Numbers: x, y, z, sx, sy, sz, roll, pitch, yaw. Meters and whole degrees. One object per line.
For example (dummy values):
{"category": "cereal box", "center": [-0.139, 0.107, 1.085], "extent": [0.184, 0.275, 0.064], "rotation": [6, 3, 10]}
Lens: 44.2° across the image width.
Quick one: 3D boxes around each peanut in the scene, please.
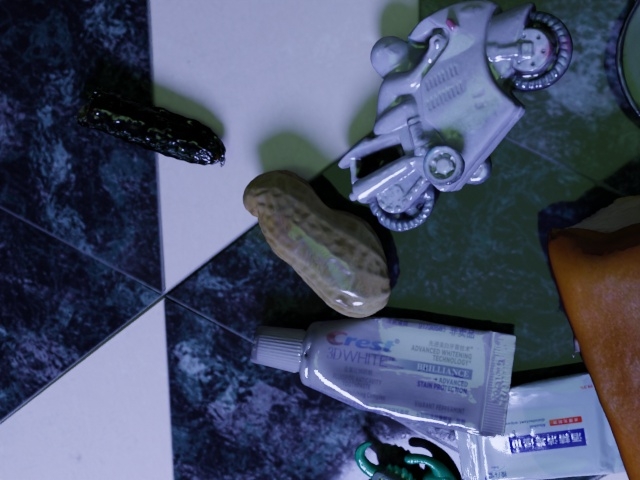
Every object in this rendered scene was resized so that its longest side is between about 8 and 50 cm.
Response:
{"category": "peanut", "center": [0.000, 0.000, 0.833], "extent": [0.093, 0.083, 0.194], "rotation": [-43, 89, 15]}

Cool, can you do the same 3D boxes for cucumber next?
{"category": "cucumber", "center": [-0.186, -0.122, 0.870], "extent": [0.181, 0.053, 0.053], "rotation": [22, 103, 5]}

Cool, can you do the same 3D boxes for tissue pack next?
{"category": "tissue pack", "center": [0.240, 0.202, 0.849], "extent": [0.193, 0.026, 0.122], "rotation": [-11, 98, 13]}

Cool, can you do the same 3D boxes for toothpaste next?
{"category": "toothpaste", "center": [0.062, 0.136, 0.852], "extent": [0.282, 0.068, 0.099], "rotation": [8, 116, 11]}

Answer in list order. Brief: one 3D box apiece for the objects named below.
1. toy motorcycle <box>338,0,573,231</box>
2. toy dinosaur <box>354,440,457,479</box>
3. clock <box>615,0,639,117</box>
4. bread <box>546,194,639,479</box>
{"category": "toy motorcycle", "center": [0.114, -0.141, 0.784], "extent": [0.171, 0.110, 0.260], "rotation": [48, 113, 17]}
{"category": "toy dinosaur", "center": [0.090, 0.273, 0.882], "extent": [0.132, 0.059, 0.096], "rotation": [38, 97, -5]}
{"category": "clock", "center": [0.375, -0.179, 0.748], "extent": [0.185, 0.040, 0.184], "rotation": [2, 101, 11]}
{"category": "bread", "center": [0.378, 0.103, 0.661], "extent": [0.143, 0.333, 0.323], "rotation": [-24, 93, -28]}
